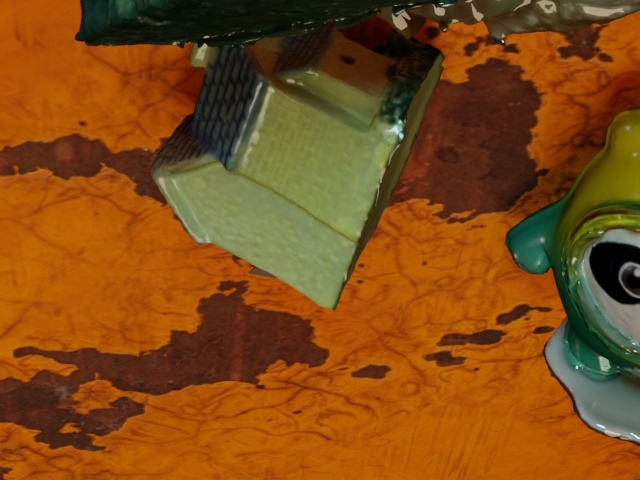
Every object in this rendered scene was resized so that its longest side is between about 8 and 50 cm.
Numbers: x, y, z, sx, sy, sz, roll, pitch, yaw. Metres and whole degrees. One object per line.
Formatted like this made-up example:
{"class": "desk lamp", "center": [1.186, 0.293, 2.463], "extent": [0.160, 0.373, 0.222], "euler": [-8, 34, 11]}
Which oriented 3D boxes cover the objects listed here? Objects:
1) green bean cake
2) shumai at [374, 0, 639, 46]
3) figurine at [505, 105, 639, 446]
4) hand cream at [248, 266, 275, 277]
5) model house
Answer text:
{"class": "green bean cake", "center": [-0.028, -0.174, 0.986], "extent": [0.193, 0.107, 0.208], "euler": [-5, 174, -38]}
{"class": "shumai", "center": [0.136, -0.286, 1.006], "extent": [0.346, 0.217, 0.283], "euler": [-5, 148, 6]}
{"class": "figurine", "center": [0.329, 0.019, 1.516], "extent": [0.324, 0.231, 0.340], "euler": [19, 140, 9]}
{"class": "hand cream", "center": [0.000, 0.000, 1.583], "extent": [0.087, 0.054, 0.186], "euler": [10, 151, -16]}
{"class": "model house", "center": [-0.020, -0.095, 1.356], "extent": [0.189, 0.195, 0.214], "euler": [21, 130, 3]}
